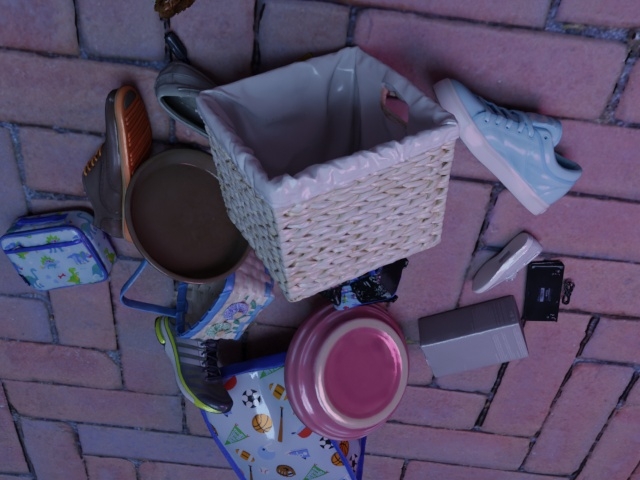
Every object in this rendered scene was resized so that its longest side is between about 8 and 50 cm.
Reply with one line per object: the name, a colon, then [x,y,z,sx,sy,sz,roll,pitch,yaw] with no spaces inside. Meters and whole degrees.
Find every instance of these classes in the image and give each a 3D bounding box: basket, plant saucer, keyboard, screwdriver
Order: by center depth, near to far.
basket: [0.005,-0.119,1.109,0.331,0.328,0.266,-21,134,-19]
screwdriver: [-0.241,-0.315,1.229,0.025,0.024,0.170,8,143,36]
plant saucer: [-0.257,-0.047,1.297,0.278,0.278,0.041,36,147,-22]
basket: [-0.259,0.091,1.430,0.289,0.201,0.255,22,128,-26]
plant saucer: [0.079,0.301,1.515,0.332,0.332,0.084,36,163,-22]
keyboard: [0.532,0.120,1.520,0.108,0.023,0.180,0,129,12]

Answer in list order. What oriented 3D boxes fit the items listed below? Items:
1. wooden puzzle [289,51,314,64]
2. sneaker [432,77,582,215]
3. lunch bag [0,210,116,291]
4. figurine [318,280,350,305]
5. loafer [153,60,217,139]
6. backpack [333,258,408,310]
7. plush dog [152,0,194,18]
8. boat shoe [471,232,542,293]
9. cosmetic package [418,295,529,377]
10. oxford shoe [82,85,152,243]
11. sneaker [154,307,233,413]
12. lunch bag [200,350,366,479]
wooden puzzle: [-0.025,-0.290,1.235,0.078,0.014,0.116,-17,126,17]
sneaker: [0.357,-0.203,1.219,0.150,0.135,0.366,-40,125,21]
lunch bag: [-0.588,0.022,1.464,0.219,0.090,0.176,-6,128,13]
figurine: [0.000,0.000,1.345,0.209,0.092,0.215,42,131,25]
loafer: [-0.166,-0.215,1.232,0.319,0.111,0.112,25,127,-23]
backpack: [0.087,0.071,1.432,0.173,0.158,0.117,-21,117,33]
plush dog: [-0.196,-0.463,0.973,0.210,0.225,0.262,0,128,4]
boat shoe: [0.416,0.060,1.459,0.063,0.066,0.184,30,114,-18]
cosmetic package: [0.365,0.233,1.571,0.238,0.107,0.127,-13,126,17]
oxford shoe: [-0.417,-0.144,1.307,0.132,0.130,0.364,12,128,2]
sneaker: [-0.286,0.272,1.551,0.121,0.300,0.111,-42,158,18]
lunch bag: [-0.095,0.443,1.673,0.327,0.239,0.385,-17,120,19]
